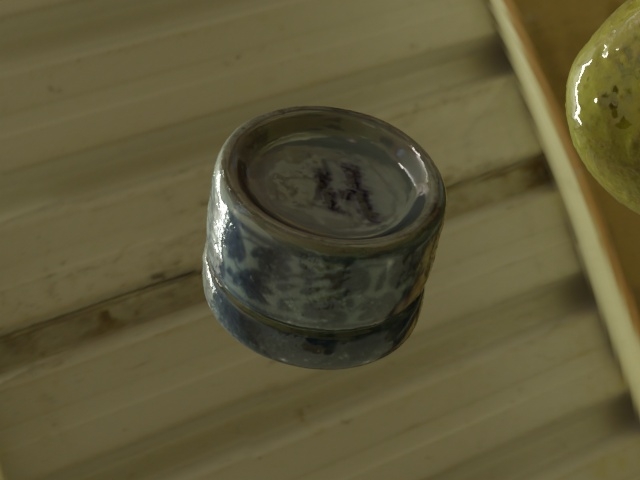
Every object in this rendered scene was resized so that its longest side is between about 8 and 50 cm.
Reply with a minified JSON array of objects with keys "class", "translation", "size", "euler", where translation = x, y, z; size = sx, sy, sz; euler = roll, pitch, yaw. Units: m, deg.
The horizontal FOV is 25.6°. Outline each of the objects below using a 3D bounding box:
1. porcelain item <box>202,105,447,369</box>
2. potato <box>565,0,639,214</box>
[{"class":"porcelain item","translation":[0.000,0.000,0.888],"size":[0.147,0.114,0.147],"euler":[6,-140,-5]},{"class":"potato","translation":[0.352,-0.101,0.977],"size":[0.269,0.359,0.219],"euler":[60,-140,-16]}]
